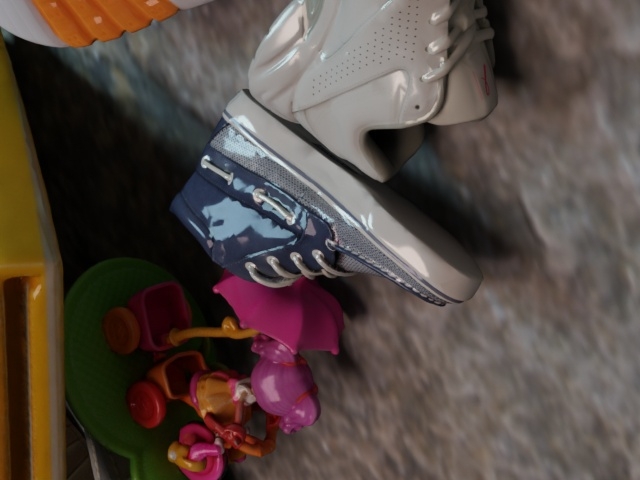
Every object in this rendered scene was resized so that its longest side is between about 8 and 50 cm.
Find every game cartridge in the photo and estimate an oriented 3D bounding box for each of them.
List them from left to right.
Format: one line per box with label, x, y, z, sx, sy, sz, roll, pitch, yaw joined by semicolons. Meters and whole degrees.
game cartridge;-0.210;0.042;0.991;0.324;0.052;0.285;-119;28;-52

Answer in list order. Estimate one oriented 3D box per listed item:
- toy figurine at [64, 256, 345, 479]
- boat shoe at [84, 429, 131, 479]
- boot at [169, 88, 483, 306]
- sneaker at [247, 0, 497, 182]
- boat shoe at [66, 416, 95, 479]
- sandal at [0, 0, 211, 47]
toy figurine;-0.053;0.077;0.913;0.159;0.130;0.173;-18;89;41
boat shoe;-0.122;0.269;1.059;0.118;0.103;0.320;-178;78;-70
boot;0.000;0.000;0.828;0.190;0.069;0.086;40;104;35
sneaker;0.051;-0.115;0.730;0.115;0.090;0.232;44;146;12
boat shoe;-0.198;0.234;1.165;0.285;0.103;0.092;53;135;2
sandal;-0.087;-0.175;0.851;0.265;0.076;0.102;-4;124;26
